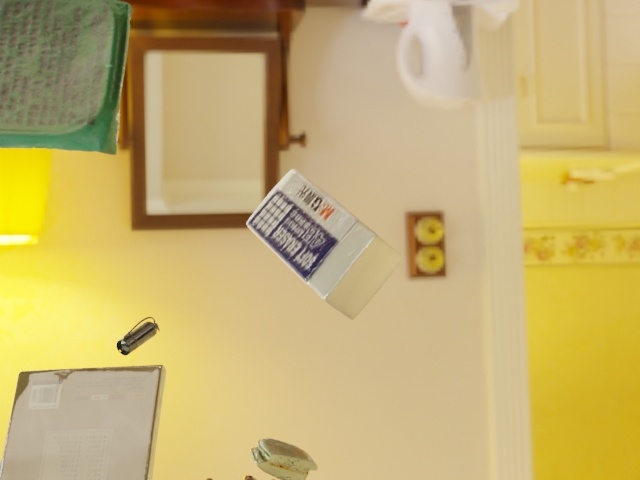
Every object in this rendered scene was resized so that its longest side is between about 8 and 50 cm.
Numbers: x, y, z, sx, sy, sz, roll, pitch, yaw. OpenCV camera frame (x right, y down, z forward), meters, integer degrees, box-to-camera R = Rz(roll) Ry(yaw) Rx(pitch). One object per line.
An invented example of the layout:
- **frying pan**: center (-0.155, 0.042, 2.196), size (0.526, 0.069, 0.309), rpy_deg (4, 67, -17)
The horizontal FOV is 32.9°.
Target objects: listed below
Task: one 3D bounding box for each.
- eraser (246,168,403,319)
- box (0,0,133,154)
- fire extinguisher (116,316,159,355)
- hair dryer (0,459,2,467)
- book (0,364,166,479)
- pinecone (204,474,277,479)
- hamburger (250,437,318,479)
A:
- **eraser**: center (0.000, 0.000, 1.634), size (0.081, 0.124, 0.279), rpy_deg (39, -178, -38)
- **box**: center (-0.436, -0.229, 1.542), size (0.336, 0.264, 0.106), rpy_deg (2, 159, 3)
- **fire extinguisher**: center (-0.260, 0.134, 1.567), size (0.025, 0.038, 0.083), rpy_deg (16, -152, 26)
- **hair dryer**: center (-0.474, 0.443, 1.811), size (0.303, 0.120, 0.359), rpy_deg (-41, 161, -10)
- **book**: center (-0.317, 0.311, 1.388), size (0.217, 0.310, 0.021), rpy_deg (-4, 152, 15)
- **pinecone**: center (-0.090, 0.322, 1.100), size (0.195, 0.150, 0.179), rpy_deg (1, 142, -7)
- **hamburger**: center (-0.073, 0.386, 1.928), size (0.121, 0.054, 0.084), rpy_deg (20, -167, -28)
